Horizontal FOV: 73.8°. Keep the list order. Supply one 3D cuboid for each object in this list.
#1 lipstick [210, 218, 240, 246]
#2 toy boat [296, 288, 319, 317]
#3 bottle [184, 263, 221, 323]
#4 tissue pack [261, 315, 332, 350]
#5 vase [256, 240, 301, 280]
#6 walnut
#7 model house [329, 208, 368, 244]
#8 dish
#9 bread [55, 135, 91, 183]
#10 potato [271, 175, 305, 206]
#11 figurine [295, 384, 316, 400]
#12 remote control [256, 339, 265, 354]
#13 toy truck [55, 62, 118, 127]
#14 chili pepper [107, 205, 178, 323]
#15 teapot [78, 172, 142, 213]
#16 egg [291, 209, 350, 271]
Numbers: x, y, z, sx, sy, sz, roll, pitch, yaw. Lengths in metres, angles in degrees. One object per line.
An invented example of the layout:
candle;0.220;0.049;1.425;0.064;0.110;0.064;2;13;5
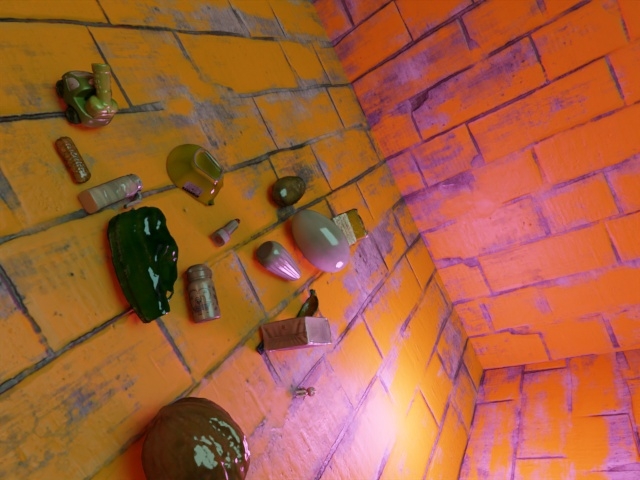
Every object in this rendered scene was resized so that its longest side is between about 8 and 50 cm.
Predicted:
lipstick;-0.386;-0.044;1.786;0.063;0.057;0.186;58;30;-16
toy boat;-0.062;0.328;1.994;0.088;0.089;0.229;65;35;-31
bottle;-0.426;0.189;1.555;0.110;0.097;0.209;0;73;-52
tissue pack;-0.099;0.389;1.773;0.185;0.225;0.124;17;61;-57
vase;-0.178;0.103;1.934;0.248;0.128;0.128;46;39;-43
walnut;-0.365;0.618;1.244;0.333;0.333;0.332;31;49;-43
model house;0.129;-0.058;2.397;0.234;0.175;0.193;-24;93;-59
dish;-0.481;-0.283;1.734;0.262;0.108;0.221;46;41;-29
bread;-0.783;-0.255;1.351;0.052;0.044;0.157;-33;98;-50
potato;-0.166;-0.250;2.156;0.251;0.113;0.149;-40;113;-46
figurine;-0.068;0.658;1.845;0.109;0.047;0.064;7;74;-43
remote control;-0.234;0.433;1.764;0.039;0.014;0.096;61;33;-13
toy truck;-0.744;-0.471;1.401;0.148;0.211;0.186;-26;112;-56
chili pepper;-0.552;0.067;1.387;0.213;0.168;0.384;-11;82;-54
teapot;-0.677;-0.147;1.412;0.107;0.077;0.200;63;34;-14
egg;0.000;0.000;2.138;0.371;0.230;0.230;51;37;-15
